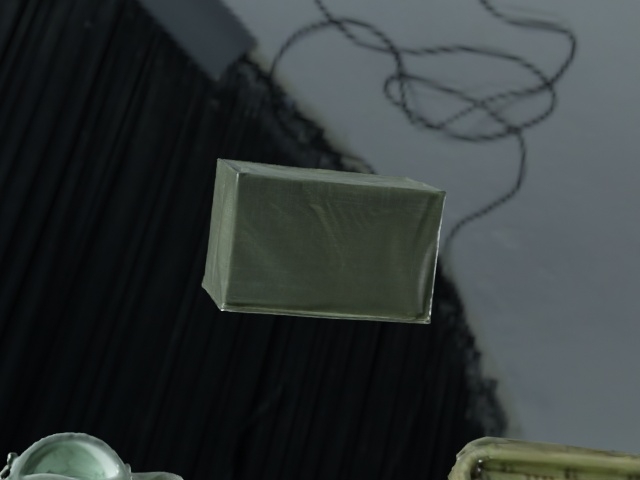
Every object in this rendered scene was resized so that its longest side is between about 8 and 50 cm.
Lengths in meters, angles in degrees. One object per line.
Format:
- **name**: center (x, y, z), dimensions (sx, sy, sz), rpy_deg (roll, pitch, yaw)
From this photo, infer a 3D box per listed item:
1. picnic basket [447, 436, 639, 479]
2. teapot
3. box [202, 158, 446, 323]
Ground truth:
- **picnic basket**: center (0.139, 0.226, 0.527), dimensions (0.228, 0.313, 0.175), rpy_deg (10, 131, -19)
- **teapot**: center (-0.141, 0.179, 0.923), dimensions (0.107, 0.077, 0.200), rpy_deg (-1, 153, -16)
- **box**: center (0.000, 0.000, 1.721), dimensions (0.231, 0.149, 0.155), rpy_deg (5, -172, -13)
